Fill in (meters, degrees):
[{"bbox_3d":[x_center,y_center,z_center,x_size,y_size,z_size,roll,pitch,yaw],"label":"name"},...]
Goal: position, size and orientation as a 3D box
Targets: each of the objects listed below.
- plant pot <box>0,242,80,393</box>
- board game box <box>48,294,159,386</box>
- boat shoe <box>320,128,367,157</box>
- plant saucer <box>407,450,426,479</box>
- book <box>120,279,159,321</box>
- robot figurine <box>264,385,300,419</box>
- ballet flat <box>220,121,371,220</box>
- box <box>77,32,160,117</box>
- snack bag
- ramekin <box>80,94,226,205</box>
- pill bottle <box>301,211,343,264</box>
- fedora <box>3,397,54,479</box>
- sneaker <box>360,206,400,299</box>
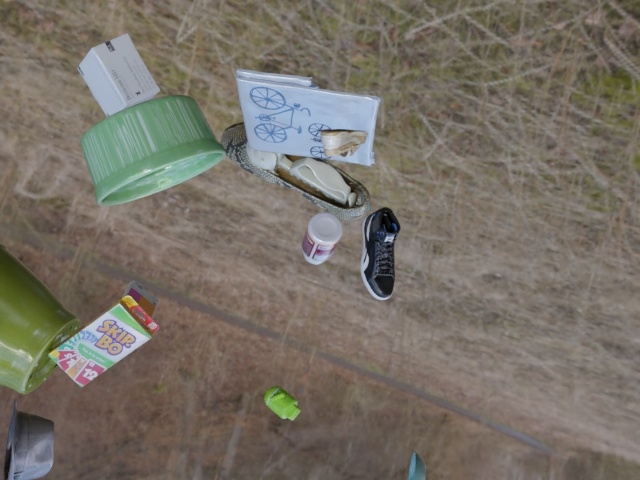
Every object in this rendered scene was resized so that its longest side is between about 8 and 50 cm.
[{"bbox_3d":[-0.845,0.211,1.830,0.353,0.366,0.366,32,171,2],"label":"plant pot"},{"bbox_3d":[-0.545,0.254,1.766,0.124,0.259,0.039,52,-174,-19],"label":"board game box"},{"bbox_3d":[0.048,-0.201,1.451,0.063,0.059,0.170,8,-168,28],"label":"boat shoe"},{"bbox_3d":[0.162,0.420,1.185,0.021,0.119,0.119,8,170,4],"label":"plant saucer"},{"bbox_3d":[-0.499,0.172,1.921,0.096,0.035,0.144,45,-166,-16],"label":"book"},{"bbox_3d":[-0.113,0.464,2.006,0.115,0.067,0.101,35,172,25],"label":"robot figurine"},{"bbox_3d":[-0.062,-0.215,1.992,0.483,0.164,0.182,30,172,-2],"label":"ballet flat"},{"bbox_3d":[-0.572,-0.457,1.979,0.182,0.119,0.181,-10,112,58],"label":"box"},{"bbox_3d":[-0.025,-0.290,1.694,0.343,0.037,0.323,9,157,4],"label":"snack bag"},{"bbox_3d":[-0.377,-0.202,1.554,0.304,0.148,0.303,-23,180,0],"label":"ramekin"},{"bbox_3d":[0.000,0.000,1.715,0.086,0.086,0.152,20,153,-2],"label":"pill bottle"},{"bbox_3d":[-0.846,0.599,2.043,0.124,0.275,0.243,7,-151,-26],"label":"fedora"},{"bbox_3d":[0.147,0.026,1.668,0.079,0.216,0.121,-2,164,-16],"label":"sneaker"}]
